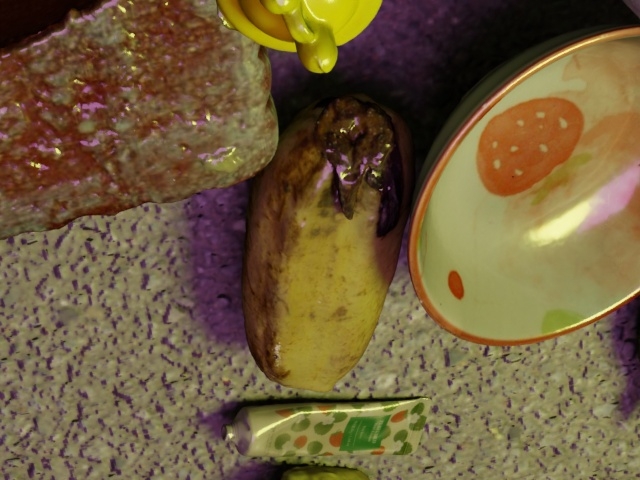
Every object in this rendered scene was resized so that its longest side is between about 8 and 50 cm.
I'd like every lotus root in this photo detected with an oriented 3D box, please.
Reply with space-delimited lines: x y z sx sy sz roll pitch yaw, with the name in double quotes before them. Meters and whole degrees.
"lotus root" 0.000 0.000 1.262 0.110 0.097 0.258 1 131 -15

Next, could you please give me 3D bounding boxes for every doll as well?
"doll" -0.002 -0.187 1.046 0.098 0.241 0.135 7 136 2

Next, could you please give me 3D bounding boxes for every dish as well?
"dish" 0.156 -0.054 1.247 0.260 0.085 0.260 -18 135 -19

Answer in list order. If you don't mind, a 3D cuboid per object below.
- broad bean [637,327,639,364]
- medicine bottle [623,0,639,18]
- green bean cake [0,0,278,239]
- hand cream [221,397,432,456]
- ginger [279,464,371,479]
"broad bean" 0.288 0.023 1.367 0.077 0.061 0.339 0 126 -23
"medicine bottle" 0.345 -0.259 1.088 0.211 0.211 0.371 22 117 -26
"green bean cake" -0.146 -0.112 1.142 0.232 0.097 0.198 -16 128 -3
"hand cream" 0.005 0.142 1.406 0.165 0.037 0.057 1 125 -22
"ginger" -0.051 0.288 1.450 0.263 0.116 0.109 -52 161 17
